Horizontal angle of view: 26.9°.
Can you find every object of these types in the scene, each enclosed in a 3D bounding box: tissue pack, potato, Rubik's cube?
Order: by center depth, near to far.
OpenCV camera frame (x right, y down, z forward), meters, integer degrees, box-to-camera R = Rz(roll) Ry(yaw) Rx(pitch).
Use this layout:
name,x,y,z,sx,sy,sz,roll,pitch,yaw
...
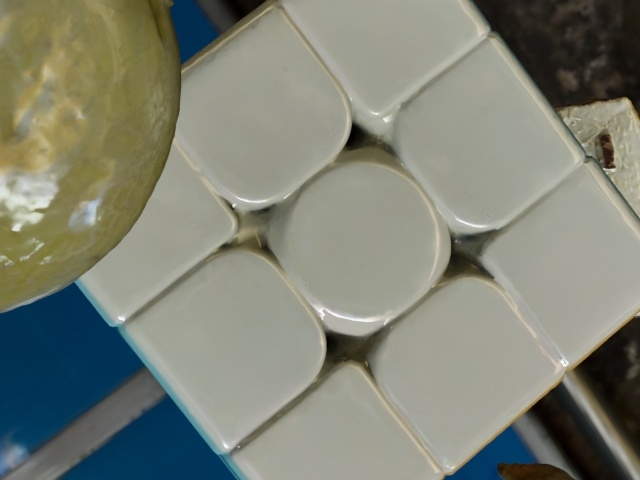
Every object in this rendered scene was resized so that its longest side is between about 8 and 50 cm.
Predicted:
name,x,y,z,sx,sy,sz,roll,pitch,yaw
potato,-0.161,-0.056,0.594,0.178,0.235,0.160,0,-131,-44
Rubik's cube,0.000,0.000,0.903,0.290,0.291,0.291,52,171,-7
tissue pack,0.211,-0.026,1.148,0.226,0.092,0.183,-165,63,-82

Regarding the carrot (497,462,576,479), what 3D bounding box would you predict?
name,x,y,z,sx,sy,sz,roll,pitch,yaw
carrot,0.230,0.245,0.803,0.342,0.070,0.070,45,-167,29
